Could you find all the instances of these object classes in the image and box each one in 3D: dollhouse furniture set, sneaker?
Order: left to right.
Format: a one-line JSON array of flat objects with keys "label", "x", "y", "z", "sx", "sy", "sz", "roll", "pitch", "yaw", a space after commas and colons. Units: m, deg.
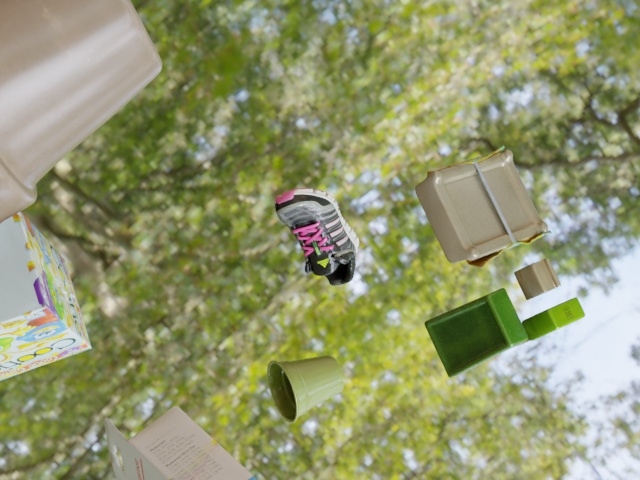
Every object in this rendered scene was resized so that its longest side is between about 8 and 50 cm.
[{"label": "sneaker", "x": 0.000, "y": 0.000, "z": 1.357, "sx": 0.063, "sy": 0.170, "sz": 0.075, "roll": -16, "pitch": -123, "yaw": 19}, {"label": "dollhouse furniture set", "x": 0.249, "y": 0.030, "z": 1.818, "sx": 0.197, "sy": 0.301, "sz": 0.151, "roll": -17, "pitch": 169, "yaw": -39}]

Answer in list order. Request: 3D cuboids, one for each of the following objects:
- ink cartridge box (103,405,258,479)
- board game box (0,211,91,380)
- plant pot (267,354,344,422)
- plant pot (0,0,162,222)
[{"label": "ink cartridge box", "x": -0.117, "y": 0.227, "z": 1.064, "sx": 0.061, "sy": 0.104, "sz": 0.181, "roll": -34, "pitch": -125, "yaw": -30}, {"label": "board game box", "x": -0.405, "y": 0.074, "z": 1.487, "sx": 0.142, "sy": 0.144, "sz": 0.275, "roll": -19, "pitch": 166, "yaw": -5}, {"label": "plant pot", "x": -0.015, "y": 0.182, "z": 1.489, "sx": 0.079, "sy": 0.083, "sz": 0.083, "roll": -17, "pitch": -159, "yaw": -24}, {"label": "plant pot", "x": -0.285, "y": -0.177, "z": 1.115, "sx": 0.229, "sy": 0.263, "sz": 0.263, "roll": -29, "pitch": -151, "yaw": -4}]
